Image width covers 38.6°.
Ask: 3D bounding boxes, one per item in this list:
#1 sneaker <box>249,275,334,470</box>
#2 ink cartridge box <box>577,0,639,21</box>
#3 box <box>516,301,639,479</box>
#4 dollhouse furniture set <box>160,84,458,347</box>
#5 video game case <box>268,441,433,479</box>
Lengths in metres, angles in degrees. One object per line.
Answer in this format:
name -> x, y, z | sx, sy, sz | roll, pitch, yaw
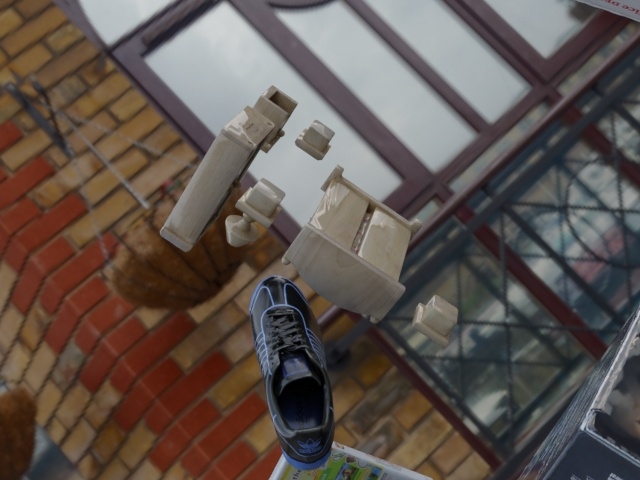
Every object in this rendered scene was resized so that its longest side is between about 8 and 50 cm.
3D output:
sneaker -> -0.029, 0.127, 0.994 | 0.081, 0.232, 0.090 | -11, -31, -9
ink cartridge box -> 0.279, -0.248, 0.783 | 0.135, 0.099, 0.056 | 75, -144, -78
box -> 0.336, 0.312, 1.034 | 0.293, 0.212, 0.395 | -38, -25, -51
dollhouse furniture set -> 0.000, 0.000, 1.189 | 0.174, 0.355, 0.303 | -54, 4, 28
video game case -> 0.012, 0.379, 1.208 | 0.227, 0.206, 0.026 | -63, 15, 13
